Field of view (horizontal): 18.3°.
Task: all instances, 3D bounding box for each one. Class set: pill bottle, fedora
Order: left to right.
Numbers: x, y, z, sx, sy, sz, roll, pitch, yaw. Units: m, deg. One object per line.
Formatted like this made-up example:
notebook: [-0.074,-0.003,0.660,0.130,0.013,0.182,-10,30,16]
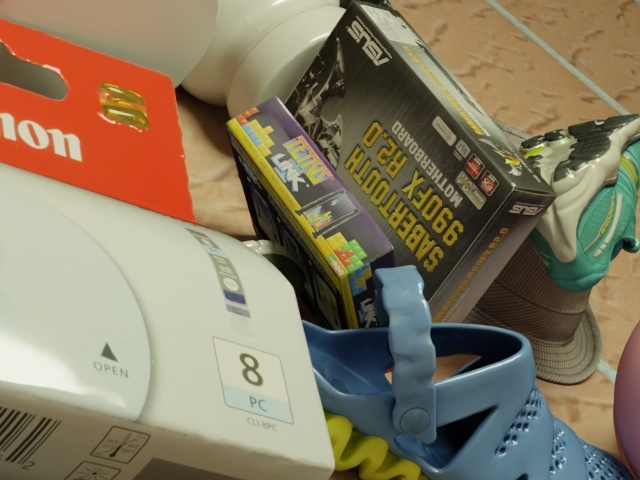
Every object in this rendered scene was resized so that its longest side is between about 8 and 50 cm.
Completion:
pill bottle: [-0.227,-0.278,1.512,0.229,0.229,0.407,17,30,-40]
pill bottle: [-0.085,-0.215,1.687,0.162,0.162,0.278,3,41,-54]
fedora: [0.173,-0.015,1.723,0.244,0.124,0.275,28,24,-20]

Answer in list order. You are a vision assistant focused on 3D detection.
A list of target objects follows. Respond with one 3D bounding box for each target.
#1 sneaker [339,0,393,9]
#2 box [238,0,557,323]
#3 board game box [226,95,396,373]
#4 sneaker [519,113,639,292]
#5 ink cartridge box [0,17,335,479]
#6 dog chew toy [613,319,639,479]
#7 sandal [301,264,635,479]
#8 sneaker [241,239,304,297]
sneaker: [0.026,-0.191,1.836,0.267,0.101,0.106,59,-2,-29]
box: [0.052,-0.044,1.527,0.056,0.183,0.231,7,37,-46]
board game box: [0.000,0.000,1.442,0.170,0.048,0.141,54,-15,34]
sneaker: [0.212,-0.034,1.592,0.275,0.107,0.110,-40,116,-65]
ink cartridge box: [-0.166,-0.026,1.189,0.308,0.091,0.385,18,43,-34]
dog chew toy: [0.314,0.132,1.510,0.206,0.206,0.332,40,-8,6]
sandal: [0.104,0.119,1.354,0.317,0.138,0.126,27,23,-27]
sneaker: [-0.068,0.043,1.366,0.166,0.065,0.076,2,56,-49]
